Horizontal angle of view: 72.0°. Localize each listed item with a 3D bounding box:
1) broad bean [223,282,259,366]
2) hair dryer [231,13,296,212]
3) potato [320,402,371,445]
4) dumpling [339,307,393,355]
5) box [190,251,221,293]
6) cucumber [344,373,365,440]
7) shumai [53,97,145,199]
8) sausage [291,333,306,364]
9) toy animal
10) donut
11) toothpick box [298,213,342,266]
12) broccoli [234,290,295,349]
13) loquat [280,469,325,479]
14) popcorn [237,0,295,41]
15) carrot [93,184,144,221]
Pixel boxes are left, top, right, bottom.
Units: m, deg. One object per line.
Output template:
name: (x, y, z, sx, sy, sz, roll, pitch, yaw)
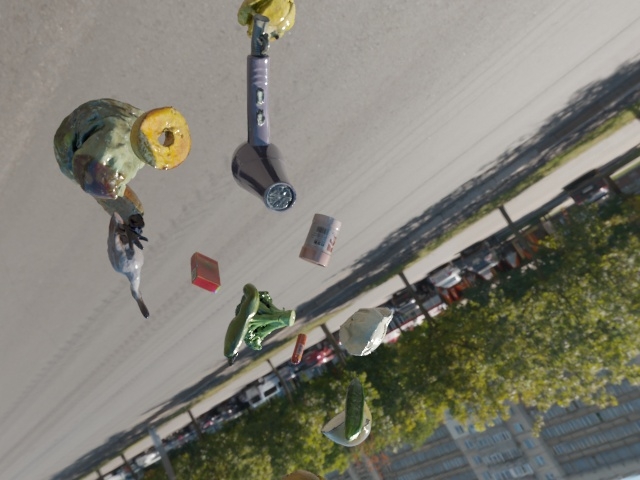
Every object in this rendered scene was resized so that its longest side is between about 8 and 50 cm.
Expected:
broad bean: (-0.203, 0.209, 1.114, 0.048, 0.214, 0.070, 32, 154, -35)
hair dryer: (-0.119, -0.251, 0.881, 0.120, 0.301, 0.362, -8, 116, -17)
potato: (0.111, 0.688, 1.615, 0.202, 0.117, 0.182, -37, 174, 5)
dumpling: (0.122, 0.244, 1.249, 0.188, 0.127, 0.108, -48, 142, -32)
box: (-0.466, 0.129, 1.781, 0.112, 0.175, 0.048, 30, 109, -30)
cucumber: (0.064, 0.317, 0.832, 0.039, 0.039, 0.168, -34, -166, 20)
shumai: (-0.636, -0.248, 1.356, 0.303, 0.263, 0.310, -12, 138, -31)
sausage: (-0.076, 0.379, 1.520, 0.034, 0.034, 0.130, -37, -160, 30)
toy animal: (-0.554, 0.054, 1.265, 0.090, 0.195, 0.325, -16, 134, -35)
donut: (-0.430, -0.271, 1.174, 0.065, 0.162, 0.178, 9, -157, 28)
toothpick box: (0.000, 0.000, 1.406, 0.098, 0.098, 0.149, 57, 52, -76)
broccoli: (-0.239, 0.329, 1.920, 0.268, 0.269, 0.254, -27, 136, -9)
loquat: (-0.036, 0.749, 1.200, 0.187, 0.234, 0.176, -34, 168, -13)
popcorn: (-0.154, -0.643, 1.252, 0.167, 0.152, 0.148, -21, 161, -7)
carrot: (-0.816, -0.189, 1.707, 0.138, 0.302, 0.139, -27, -150, 17)
